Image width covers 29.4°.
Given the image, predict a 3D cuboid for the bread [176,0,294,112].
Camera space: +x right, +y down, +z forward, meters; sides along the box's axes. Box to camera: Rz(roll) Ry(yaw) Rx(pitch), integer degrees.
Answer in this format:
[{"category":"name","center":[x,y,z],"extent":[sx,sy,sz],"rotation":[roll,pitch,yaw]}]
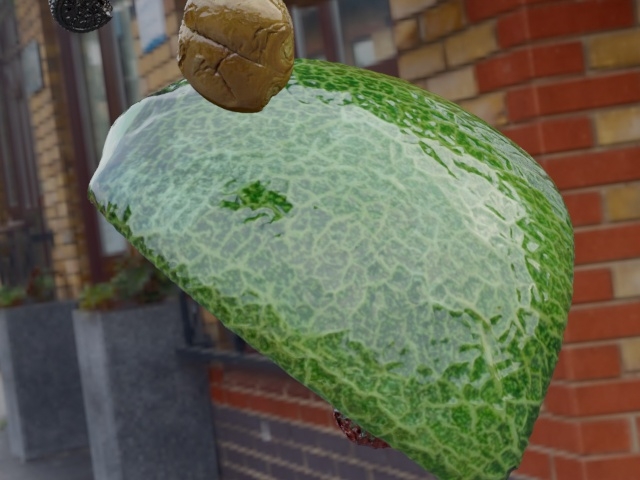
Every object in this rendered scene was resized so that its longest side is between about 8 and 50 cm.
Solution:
[{"category":"bread","center":[-0.052,-0.125,0.770],"extent":[0.083,0.081,0.046],"rotation":[-42,6,35]}]

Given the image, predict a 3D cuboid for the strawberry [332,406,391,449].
[{"category":"strawberry","center":[0.057,0.140,1.090],"extent":[0.083,0.083,0.096],"rotation":[-7,3,41]}]

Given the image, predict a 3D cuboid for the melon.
[{"category":"melon","center":[0.000,0.000,0.932],"extent":[0.344,0.331,0.226],"rotation":[28,-31,-17]}]

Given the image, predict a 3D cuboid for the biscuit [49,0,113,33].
[{"category":"biscuit","center":[-0.303,-0.303,1.557],"extent":[0.089,0.027,0.087],"rotation":[-5,-42,-33]}]
